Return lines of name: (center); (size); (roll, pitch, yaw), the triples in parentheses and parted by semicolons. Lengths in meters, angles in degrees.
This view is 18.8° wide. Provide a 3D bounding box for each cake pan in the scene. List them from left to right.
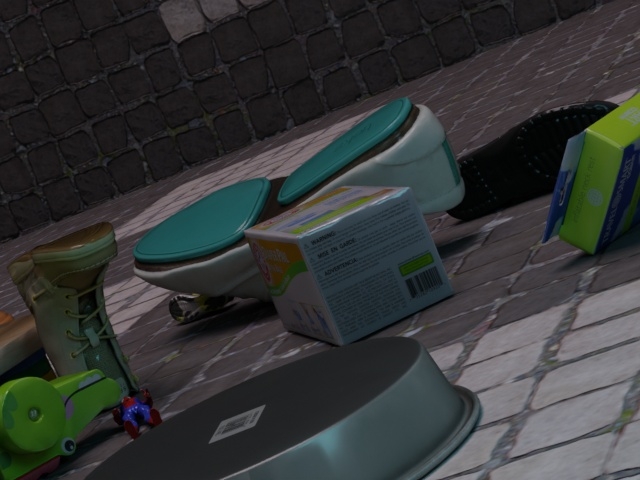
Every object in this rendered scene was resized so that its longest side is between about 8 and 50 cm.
cake pan: (-0.039, 0.142, 1.268); (0.293, 0.054, 0.293); (-23, 8, 4)

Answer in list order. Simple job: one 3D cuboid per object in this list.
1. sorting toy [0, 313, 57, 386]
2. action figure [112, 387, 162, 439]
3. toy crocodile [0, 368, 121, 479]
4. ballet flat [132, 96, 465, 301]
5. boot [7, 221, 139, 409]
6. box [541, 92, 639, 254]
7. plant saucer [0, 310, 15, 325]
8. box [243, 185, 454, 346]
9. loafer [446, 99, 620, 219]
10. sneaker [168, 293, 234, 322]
sorting toy: (-0.389, 0.174, 1.917); (0.255, 0.089, 0.257); (-19, 9, 29)
action figure: (-0.159, 0.148, 1.662); (0.038, 0.030, 0.115); (-30, 7, -10)
toy crocodile: (-0.302, 0.189, 1.588); (0.115, 0.105, 0.340); (-16, 7, 43)
ballet flat: (-0.022, -0.009, 1.935); (0.400, 0.139, 0.139); (-25, 6, 35)
boot: (-0.216, 0.076, 1.789); (0.077, 0.165, 0.213); (-21, 0, -26)
box: (0.255, -0.064, 1.584); (0.042, 0.109, 0.178); (30, 40, 27)
plant saucer: (-0.521, 0.142, 2.681); (0.200, 0.037, 0.200); (-23, 9, 4)
box: (0.020, 0.019, 1.716); (0.114, 0.103, 0.203); (-25, 8, -13)
loafer: (0.219, -0.091, 1.949); (0.220, 0.080, 0.078); (-19, 10, 28)
sneaker: (-0.127, 0.069, 2.090); (0.083, 0.031, 0.035); (-13, -1, 35)
